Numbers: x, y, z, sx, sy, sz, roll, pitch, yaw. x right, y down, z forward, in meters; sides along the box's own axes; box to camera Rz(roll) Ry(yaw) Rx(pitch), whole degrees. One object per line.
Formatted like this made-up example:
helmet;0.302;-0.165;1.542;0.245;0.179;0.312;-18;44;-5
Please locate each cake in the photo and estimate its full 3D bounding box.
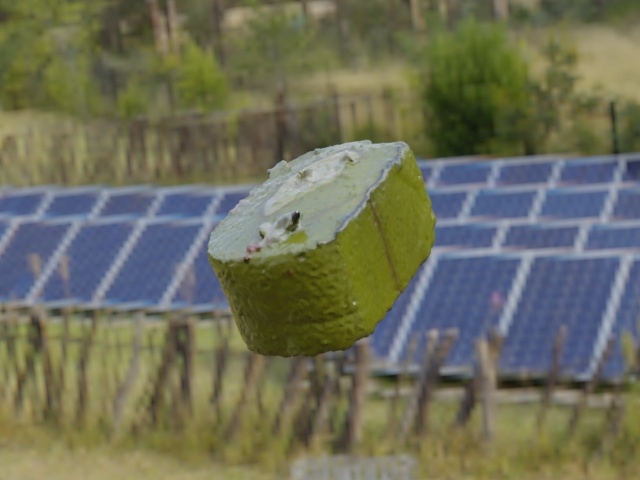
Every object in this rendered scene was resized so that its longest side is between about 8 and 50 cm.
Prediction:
cake;0.000;0.000;1.855;0.179;0.156;0.260;-1;30;32
